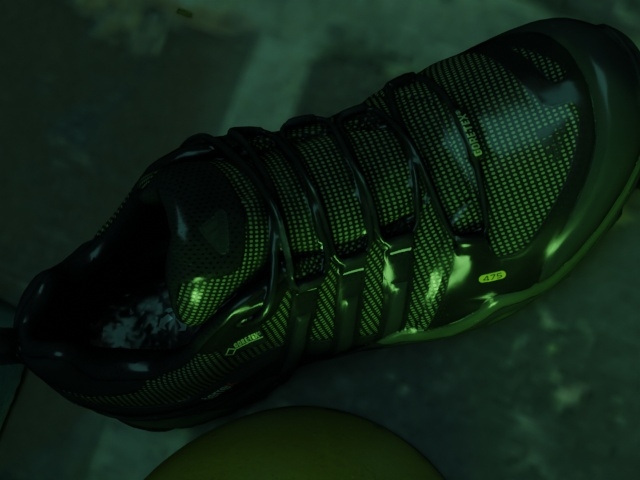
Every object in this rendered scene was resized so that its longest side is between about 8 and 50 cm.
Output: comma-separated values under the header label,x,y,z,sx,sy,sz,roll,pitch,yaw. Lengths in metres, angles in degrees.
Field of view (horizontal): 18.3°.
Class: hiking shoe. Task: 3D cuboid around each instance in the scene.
label,x,y,z,sx,sy,sz,roll,pitch,yaw
hiking shoe,0.000,0.000,0.628,0.227,0.114,0.086,-30,76,18

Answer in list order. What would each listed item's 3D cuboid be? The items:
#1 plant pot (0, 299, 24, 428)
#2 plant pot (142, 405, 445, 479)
label,x,y,z,sx,sy,sz,roll,pitch,yaw
plant pot,-0.299,0.087,0.672,0.247,0.252,0.248,24,95,23
plant pot,-0.024,0.120,0.639,0.134,0.095,0.134,-2,85,23
